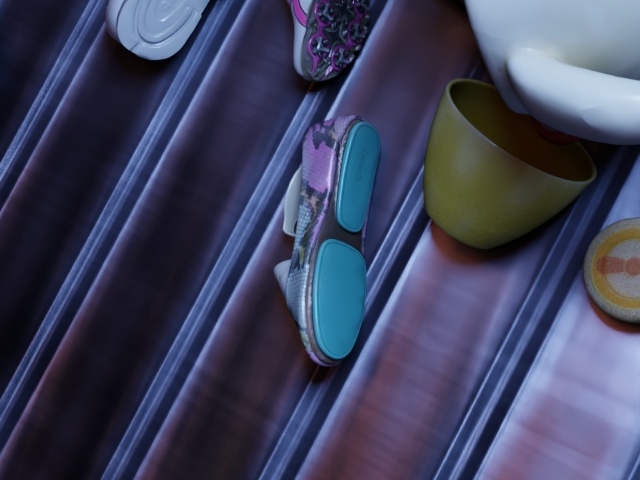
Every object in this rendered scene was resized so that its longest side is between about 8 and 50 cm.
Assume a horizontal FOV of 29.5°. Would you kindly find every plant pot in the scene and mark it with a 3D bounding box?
[{"bbox_3d":[0.134,-0.051,0.956,0.134,0.134,0.095,46,121,25],"label":"plant pot"}]

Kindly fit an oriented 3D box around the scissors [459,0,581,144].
[{"bbox_3d":[0.165,-0.188,0.990,0.109,0.021,0.297,-44,47,15],"label":"scissors"}]

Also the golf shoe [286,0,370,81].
[{"bbox_3d":[0.000,-0.225,1.086,0.086,0.067,0.186,-5,69,43],"label":"golf shoe"}]

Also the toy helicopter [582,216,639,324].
[{"bbox_3d":[0.360,-0.028,0.874,0.355,0.140,0.235,-32,75,22],"label":"toy helicopter"}]

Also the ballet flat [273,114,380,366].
[{"bbox_3d":[0.000,0.000,1.019,0.079,0.077,0.221,-7,67,38],"label":"ballet flat"}]

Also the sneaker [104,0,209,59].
[{"bbox_3d":[-0.117,-0.277,1.125,0.235,0.090,0.095,-47,31,1],"label":"sneaker"}]

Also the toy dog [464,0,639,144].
[{"bbox_3d":[0.258,-0.273,0.763,0.408,0.284,0.395,-25,37,12],"label":"toy dog"}]
